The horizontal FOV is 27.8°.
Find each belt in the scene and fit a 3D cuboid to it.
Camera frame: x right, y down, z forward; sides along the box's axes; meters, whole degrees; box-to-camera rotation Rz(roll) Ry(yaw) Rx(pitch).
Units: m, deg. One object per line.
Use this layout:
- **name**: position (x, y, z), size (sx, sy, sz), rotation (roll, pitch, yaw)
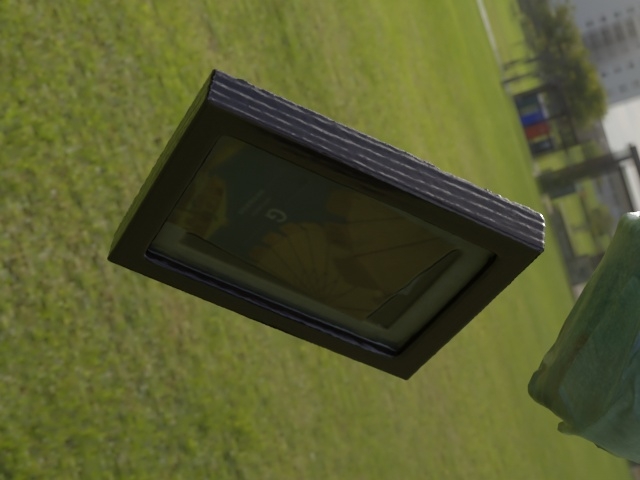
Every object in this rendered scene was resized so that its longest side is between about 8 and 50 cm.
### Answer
- **belt**: position (0.246, 0.077, 0.691), size (0.258, 0.207, 0.150), rotation (25, 87, -37)

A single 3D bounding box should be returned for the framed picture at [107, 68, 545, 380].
- **framed picture**: position (0.000, 0.000, 0.610), size (0.169, 0.128, 0.023), rotation (23, 47, -15)
